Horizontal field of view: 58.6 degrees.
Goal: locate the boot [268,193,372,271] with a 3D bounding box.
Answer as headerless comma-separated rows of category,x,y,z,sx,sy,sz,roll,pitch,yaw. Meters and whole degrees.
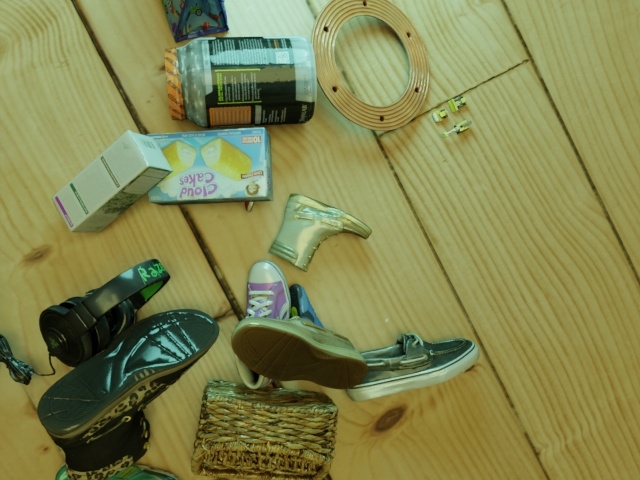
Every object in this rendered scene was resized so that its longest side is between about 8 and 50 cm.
boot,0.000,0.000,1.341,0.213,0.077,0.165,22,84,-4

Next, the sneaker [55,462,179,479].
sneaker,-0.430,0.528,1.224,0.275,0.110,0.107,13,86,-9

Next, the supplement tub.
supplement tub,-0.176,-0.350,1.262,0.315,0.193,0.194,-4,89,-11

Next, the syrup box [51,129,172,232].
syrup box,-0.441,-0.119,1.204,0.236,0.093,0.096,-35,80,15

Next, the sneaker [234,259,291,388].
sneaker,-0.131,0.185,1.258,0.102,0.161,0.283,-4,87,14

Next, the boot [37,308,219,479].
boot,-0.380,0.324,1.180,0.138,0.284,0.377,35,46,21

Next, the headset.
headset,-0.495,0.155,1.172,0.394,0.243,0.185,-40,88,7

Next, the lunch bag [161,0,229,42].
lunch bag,-0.285,-0.590,1.201,0.138,0.293,0.221,-17,91,-10

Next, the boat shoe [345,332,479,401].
boat shoe,0.212,0.279,1.344,0.334,0.121,0.119,-16,95,-9

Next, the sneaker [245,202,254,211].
sneaker,-0.182,-0.128,1.329,0.066,0.042,0.119,8,79,-14

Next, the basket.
basket,-0.120,0.442,1.231,0.298,0.213,0.223,10,85,-10

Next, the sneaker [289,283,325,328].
sneaker,-0.027,0.203,1.339,0.082,0.069,0.210,-8,86,-32

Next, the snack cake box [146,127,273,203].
snack cake box,-0.242,-0.160,1.265,0.264,0.089,0.152,-3,87,5

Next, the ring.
ring,0.120,-0.426,1.361,0.336,0.032,0.337,2,85,-29

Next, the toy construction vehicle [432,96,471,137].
toy construction vehicle,0.338,-0.312,1.434,0.098,0.035,0.086,-24,92,-10

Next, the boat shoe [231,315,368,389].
boat shoe,-0.050,0.226,1.213,0.341,0.110,0.122,28,111,-35
